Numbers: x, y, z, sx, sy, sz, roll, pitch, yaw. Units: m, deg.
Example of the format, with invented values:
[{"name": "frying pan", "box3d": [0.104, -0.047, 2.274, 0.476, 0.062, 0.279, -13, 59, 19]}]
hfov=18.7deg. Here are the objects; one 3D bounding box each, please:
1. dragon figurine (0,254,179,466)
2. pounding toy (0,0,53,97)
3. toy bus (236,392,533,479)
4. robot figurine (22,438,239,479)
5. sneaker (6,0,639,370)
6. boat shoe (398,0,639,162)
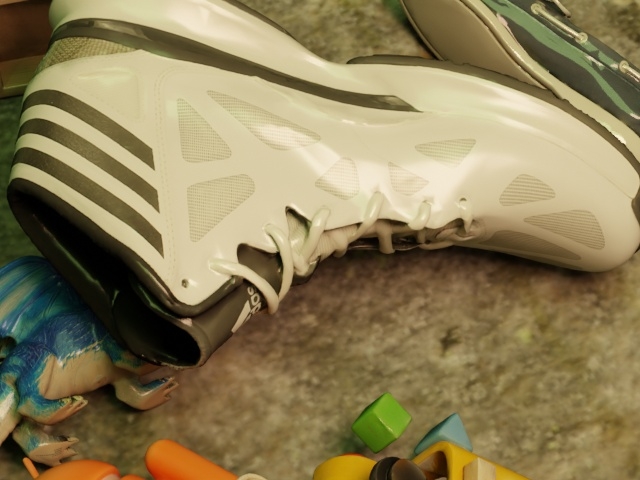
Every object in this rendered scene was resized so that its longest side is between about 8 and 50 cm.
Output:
[{"name": "dragon figurine", "box3d": [-0.194, 0.071, 1.341, 0.289, 0.085, 0.144, -32, 63, -23]}, {"name": "pounding toy", "box3d": [-0.163, -0.210, 1.453, 0.206, 0.181, 0.094, -11, 60, -8]}, {"name": "toy bus", "box3d": [0.078, 0.180, 1.232, 0.202, 0.104, 0.191, -23, 75, -49]}, {"name": "robot figurine", "box3d": [-0.115, 0.217, 1.236, 0.219, 0.158, 0.128, 24, 17, 12]}, {"name": "sneaker", "box3d": [-0.001, 0.000, 1.327, 0.448, 0.169, 0.257, 17, 61, -5]}, {"name": "boat shoe", "box3d": [0.166, -0.146, 1.476, 0.254, 0.095, 0.079, 39, 67, 17]}]
